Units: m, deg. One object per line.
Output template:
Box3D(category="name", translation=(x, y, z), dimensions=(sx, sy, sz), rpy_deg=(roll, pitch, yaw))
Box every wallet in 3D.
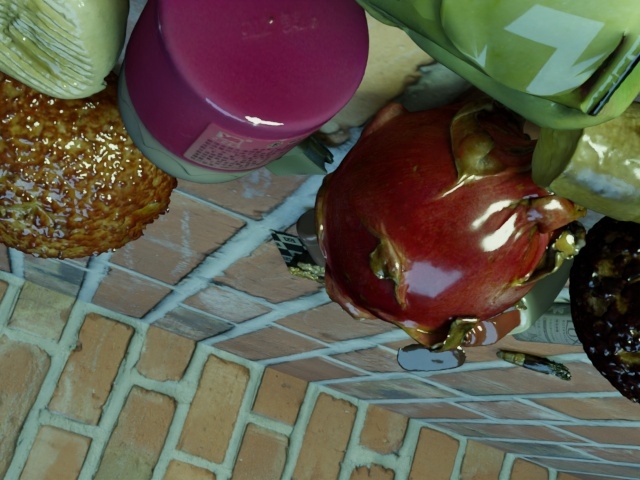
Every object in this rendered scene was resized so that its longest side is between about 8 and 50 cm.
Box3D(category="wallet", translation=(-0.063, -0.130, 0.962), dimensions=(0.110, 0.039, 0.155), rpy_deg=(6, 159, 42))

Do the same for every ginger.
Box3D(category="ginger", translation=(0.296, -0.051, 0.644), dimensions=(0.262, 0.109, 0.116), rpy_deg=(20, -174, -11))

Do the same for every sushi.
Box3D(category="sushi", translation=(0.004, 0.056, 1.456), dimensions=(0.192, 0.040, 0.210), rpy_deg=(15, 162, 9))

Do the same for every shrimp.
Box3D(category="shrimp", translation=(0.446, 0.254, 1.660), dimensions=(0.161, 0.034, 0.091), rpy_deg=(13, 175, 34))

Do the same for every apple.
Box3D(category="apple", translation=(0.125, -0.164, 0.465), dimensions=(0.188, 0.174, 0.207), rpy_deg=(40, 176, 19))

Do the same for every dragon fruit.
Box3D(category="dragon fruit", translation=(0.115, -0.016, 0.807), dimensions=(0.315, 0.250, 0.250), rpy_deg=(15, 166, 45))

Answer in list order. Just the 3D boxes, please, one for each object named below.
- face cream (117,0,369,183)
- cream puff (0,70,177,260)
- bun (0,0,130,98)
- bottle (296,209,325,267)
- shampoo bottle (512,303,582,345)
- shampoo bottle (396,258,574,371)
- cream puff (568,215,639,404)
Box3D(category="face cream", translation=(-0.075, -0.149, 0.687), dimensions=(0.175, 0.175, 0.195), rpy_deg=(23, 161, -18))
Box3D(category="cream puff", translation=(-0.355, -0.097, 1.038), dimensions=(0.350, 0.229, 0.350), rpy_deg=(17, 160, 6))
Box3D(category="bun", translation=(-0.241, -0.222, 0.692), dimensions=(0.193, 0.128, 0.178), rpy_deg=(41, 142, -27))
Box3D(category="bottle", translation=(0.000, 0.000, 1.268), dimensions=(0.053, 0.053, 0.140), rpy_deg=(12, 162, 17))
Box3D(category="shampoo bottle", translation=(0.403, 0.133, 1.262), dimensions=(0.214, 0.072, 0.072), rpy_deg=(-2, 154, 46))
Box3D(category="shampoo bottle", translation=(0.194, 0.064, 0.948), dimensions=(0.153, 0.284, 0.071), rpy_deg=(5, 119, 34))
Box3D(category="cream puff", translation=(0.368, 0.057, 0.784), dimensions=(0.239, 0.239, 0.165), rpy_deg=(18, 161, 0))
